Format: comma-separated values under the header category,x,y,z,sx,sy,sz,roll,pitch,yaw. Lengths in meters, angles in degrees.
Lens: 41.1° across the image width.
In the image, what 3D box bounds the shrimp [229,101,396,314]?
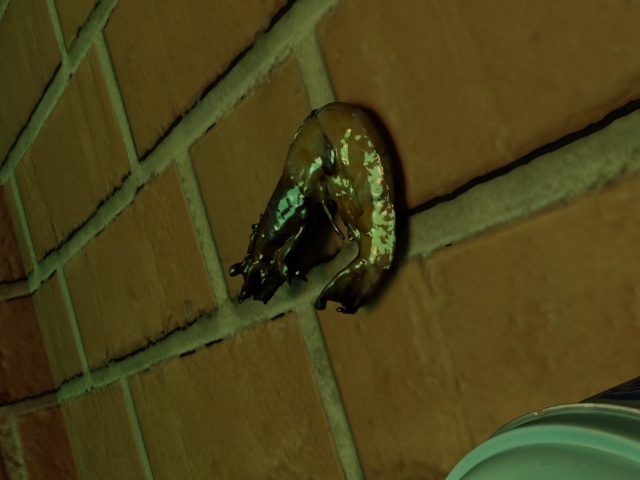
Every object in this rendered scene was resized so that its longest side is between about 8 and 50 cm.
category,x,y,z,sx,sy,sz,roll,pitch,yaw
shrimp,0.006,-0.001,0.896,0.178,0.075,0.289,50,124,32

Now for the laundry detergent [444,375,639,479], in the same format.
category,x,y,z,sx,sy,sz,roll,pitch,yaw
laundry detergent,0.218,0.198,0.423,0.287,0.305,0.287,22,118,52
